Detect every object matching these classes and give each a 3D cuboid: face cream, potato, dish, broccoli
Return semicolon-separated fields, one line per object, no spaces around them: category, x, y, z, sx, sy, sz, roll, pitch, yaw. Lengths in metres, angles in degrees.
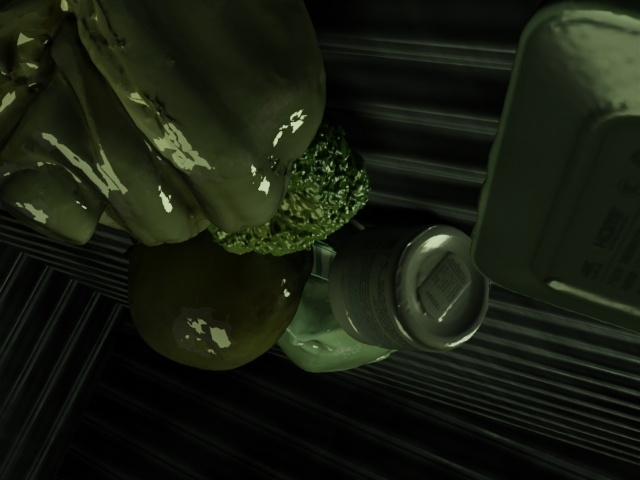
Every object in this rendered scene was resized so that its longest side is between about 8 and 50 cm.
face cream;0.123;0.065;1.327;0.177;0.177;0.153;30;162;-30
potato;-0.149;0.059;1.354;0.221;0.243;0.326;27;163;-34
dish;0.000;0.000;1.477;0.246;0.078;0.224;15;165;22
broccoli;-0.083;-0.080;1.073;0.254;0.186;0.302;20;174;44

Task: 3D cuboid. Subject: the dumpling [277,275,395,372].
dumpling;0.008;0.140;1.735;0.270;0.211;0.320;21;156;17

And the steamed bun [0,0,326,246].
steamed bun;-0.186;-0.121;0.819;0.352;0.247;0.339;36;145;1

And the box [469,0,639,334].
box;0.318;-0.026;0.700;0.397;0.111;0.396;18;154;12

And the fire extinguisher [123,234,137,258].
fire extinguisher;-0.365;-0.012;1.959;0.071;0.099;0.231;44;163;-3
